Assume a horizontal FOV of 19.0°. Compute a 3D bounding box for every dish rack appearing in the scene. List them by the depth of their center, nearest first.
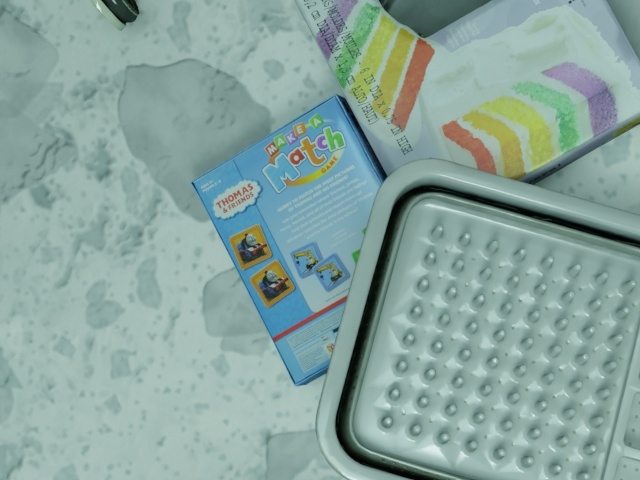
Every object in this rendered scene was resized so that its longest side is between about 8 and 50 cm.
[{"bbox_3d":[0.178,0.102,1.605,0.333,0.072,0.285,16,78,-2],"label":"dish rack"}]

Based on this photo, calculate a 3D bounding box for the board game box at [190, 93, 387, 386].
[{"bbox_3d":[0.000,0.000,1.716,0.160,0.039,0.211,-30,80,14],"label":"board game box"}]

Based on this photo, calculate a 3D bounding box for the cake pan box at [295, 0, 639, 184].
[{"bbox_3d":[0.137,-0.171,1.692,0.245,0.070,0.267,-27,80,7],"label":"cake pan box"}]

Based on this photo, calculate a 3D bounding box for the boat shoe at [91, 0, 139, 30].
[{"bbox_3d":[-0.212,-0.307,1.773,0.079,0.084,0.233,-23,78,10],"label":"boat shoe"}]
